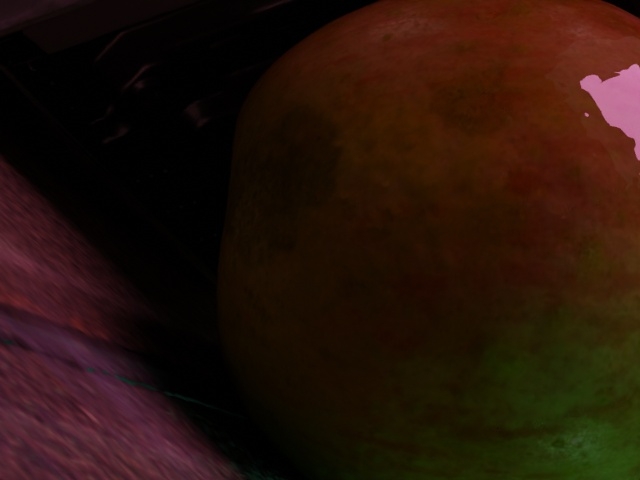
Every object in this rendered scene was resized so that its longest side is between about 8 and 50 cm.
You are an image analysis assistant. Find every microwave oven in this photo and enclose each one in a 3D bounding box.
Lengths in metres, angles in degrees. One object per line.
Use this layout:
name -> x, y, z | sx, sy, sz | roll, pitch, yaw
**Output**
microwave oven -> 0.039, -0.123, 0.812 | 0.237, 0.295, 0.181 | 49, 30, -48

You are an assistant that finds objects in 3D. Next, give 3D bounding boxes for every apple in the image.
apple -> 0.053, 0.009, 0.673 | 0.196, 0.196, 0.196 | 43, 4, -4
